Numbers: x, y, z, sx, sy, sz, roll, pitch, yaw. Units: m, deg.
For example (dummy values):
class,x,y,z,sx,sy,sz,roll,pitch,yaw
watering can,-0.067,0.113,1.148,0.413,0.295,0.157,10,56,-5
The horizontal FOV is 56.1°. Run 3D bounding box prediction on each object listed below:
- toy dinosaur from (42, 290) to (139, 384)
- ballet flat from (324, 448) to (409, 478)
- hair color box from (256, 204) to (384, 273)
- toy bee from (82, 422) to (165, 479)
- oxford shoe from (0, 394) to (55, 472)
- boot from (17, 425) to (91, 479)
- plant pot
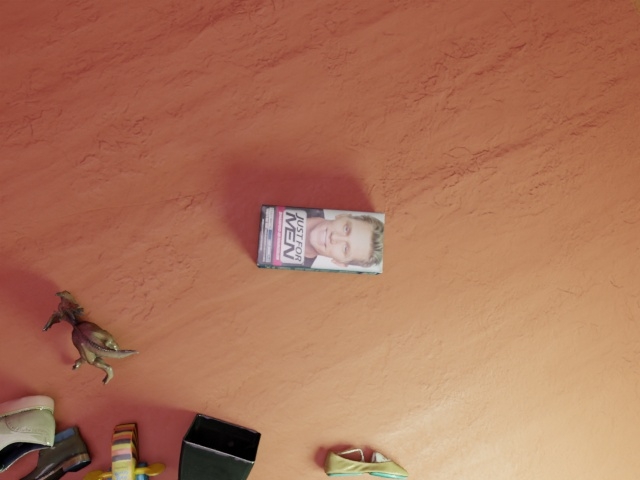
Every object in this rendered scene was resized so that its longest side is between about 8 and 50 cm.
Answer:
class,x,y,z,sx,sy,sz,roll,pitch,yaw
toy dinosaur,-0.608,0.250,1.559,0.127,0.295,0.200,-45,128,-32
ballet flat,0.127,0.607,1.635,0.232,0.080,0.073,4,67,-5
hair color box,0.000,0.000,1.688,0.347,0.105,0.174,3,83,-4
toy bee,-0.491,0.629,1.546,0.195,0.162,0.298,-27,85,-9
oxford shoe,-0.875,0.527,1.521,0.396,0.140,0.147,-21,59,-6
boot,-0.721,0.583,1.591,0.219,0.082,0.106,-24,65,-5
plant pot,-0.275,0.585,1.565,0.187,0.188,0.167,18,95,-2
